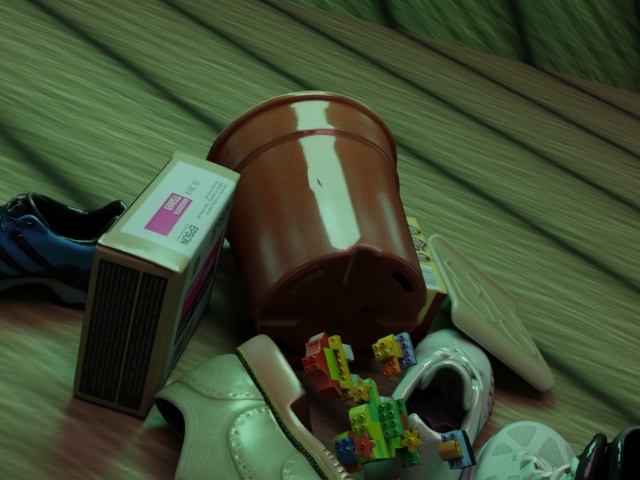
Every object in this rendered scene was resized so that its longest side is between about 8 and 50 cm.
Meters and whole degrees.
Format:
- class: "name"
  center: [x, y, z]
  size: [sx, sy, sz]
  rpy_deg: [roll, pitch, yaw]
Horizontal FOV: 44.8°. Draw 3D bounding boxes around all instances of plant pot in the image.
- class: "plant pot"
  center: [0.000, 0.000, 0.975]
  size: [0.273, 0.272, 0.265]
  rpy_deg: [7, 41, -21]

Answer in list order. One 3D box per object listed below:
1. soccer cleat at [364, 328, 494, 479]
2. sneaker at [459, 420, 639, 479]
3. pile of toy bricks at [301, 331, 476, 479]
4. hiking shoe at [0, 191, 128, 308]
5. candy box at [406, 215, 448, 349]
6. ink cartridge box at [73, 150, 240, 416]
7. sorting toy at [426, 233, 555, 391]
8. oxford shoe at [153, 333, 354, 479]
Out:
- class: "soccer cleat"
  center: [0.146, 0.169, 0.869]
  size: [0.116, 0.143, 0.331]
  rpy_deg: [25, 30, 10]
- class: "sneaker"
  center: [0.232, 0.237, 0.654]
  size: [0.169, 0.257, 0.447]
  rpy_deg: [25, 23, 3]
- class: "pile of toy bricks"
  center: [0.054, 0.170, 0.680]
  size: [0.105, 0.118, 0.212]
  rpy_deg: [23, 46, -58]
- class: "hiking shoe"
  center: [-0.357, -0.004, 0.873]
  size: [0.304, 0.132, 0.113]
  rpy_deg: [2, 34, -27]
- class: "candy box"
  center: [0.111, 0.055, 1.070]
  size: [0.053, 0.109, 0.186]
  rpy_deg: [12, 31, -17]
- class: "ink cartridge box"
  center: [-0.173, 0.040, 0.846]
  size: [0.088, 0.193, 0.234]
  rpy_deg: [19, 30, 0]
- class: "sorting toy"
  center: [0.226, 0.099, 1.073]
  size: [0.193, 0.038, 0.208]
  rpy_deg: [37, 22, -19]
- class: "oxford shoe"
  center: [-0.042, 0.242, 0.668]
  size: [0.147, 0.140, 0.397]
  rpy_deg: [-19, 32, -14]
